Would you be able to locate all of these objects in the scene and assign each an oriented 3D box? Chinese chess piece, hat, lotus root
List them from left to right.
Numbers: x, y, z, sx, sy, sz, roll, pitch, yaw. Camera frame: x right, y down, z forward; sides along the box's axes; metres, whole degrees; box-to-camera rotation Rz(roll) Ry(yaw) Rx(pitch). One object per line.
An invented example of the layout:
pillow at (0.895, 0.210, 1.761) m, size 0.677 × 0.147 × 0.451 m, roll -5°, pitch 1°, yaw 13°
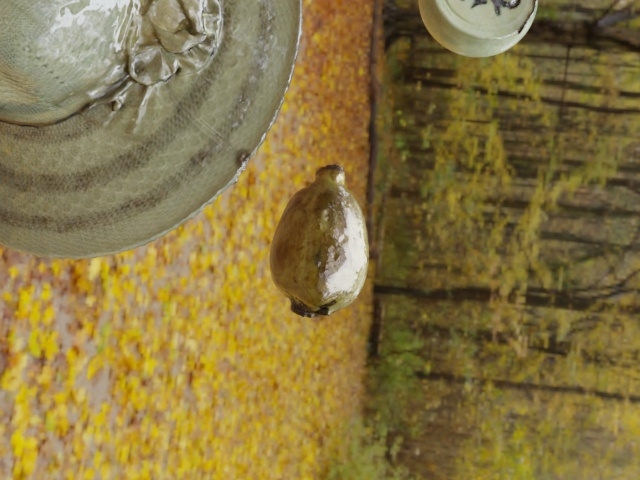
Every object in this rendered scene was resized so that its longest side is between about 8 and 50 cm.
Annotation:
hat at (-0.141, -0.122, 0.441) m, size 0.110 × 0.252 × 0.252 m, roll 29°, pitch 67°, yaw -72°
lotus root at (0.000, 0.000, 1.241) m, size 0.138 × 0.138 × 0.214 m, roll -1°, pitch 94°, yaw -83°
Chinese chess piece at (0.190, -0.293, 1.083) m, size 0.058 × 0.144 × 0.144 m, roll 118°, pitch -20°, yaw -74°
